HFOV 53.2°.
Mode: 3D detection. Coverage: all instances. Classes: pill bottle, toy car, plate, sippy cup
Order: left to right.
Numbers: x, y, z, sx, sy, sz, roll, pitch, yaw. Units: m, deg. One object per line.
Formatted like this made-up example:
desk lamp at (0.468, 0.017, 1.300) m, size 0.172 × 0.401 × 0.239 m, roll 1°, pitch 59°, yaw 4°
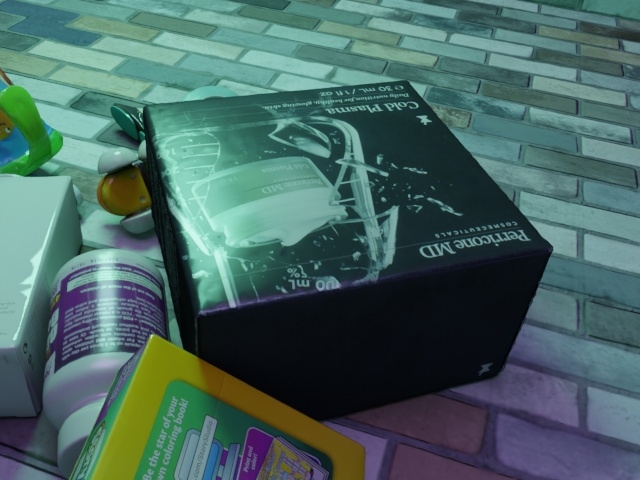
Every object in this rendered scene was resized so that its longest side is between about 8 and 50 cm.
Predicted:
sippy cup at (-0.641, -0.223, 1.184) m, size 0.305 × 0.224 × 0.240 m, roll -21°, pitch 28°, yaw 6°
pill bottle at (-0.287, 0.166, 0.874) m, size 0.169 × 0.169 × 0.302 m, roll -7°, pitch 42°, yaw -14°
toy car at (-0.339, -0.106, 1.223) m, size 0.182 × 0.159 × 0.136 m, roll -26°, pitch 13°, yaw -31°
plate at (-0.221, -0.252, 1.388) m, size 0.188 × 0.024 × 0.188 m, roll 5°, pitch 76°, yaw -20°

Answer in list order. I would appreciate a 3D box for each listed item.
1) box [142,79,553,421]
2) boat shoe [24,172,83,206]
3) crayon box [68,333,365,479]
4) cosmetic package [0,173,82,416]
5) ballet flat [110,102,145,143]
box at (0.000, 0.000, 1.009) m, size 0.479 × 0.298 × 0.472 m, roll -10°, pitch 45°, yaw -17°
boat shoe at (-0.546, -0.082, 1.216) m, size 0.183 × 0.065 × 0.083 m, roll 14°, pitch 41°, yaw 21°
crayon box at (-0.114, 0.325, 0.654) m, size 0.313 × 0.106 × 0.363 m, roll 32°, pitch 37°, yaw -17°
cosmetic package at (-0.510, 0.067, 0.978) m, size 0.217 × 0.156 × 0.385 m, roll 0°, pitch 40°, yaw -6°
ballet flat at (-0.383, -0.246, 1.415) m, size 0.074 × 0.074 × 0.203 m, roll -29°, pitch 58°, yaw -34°
